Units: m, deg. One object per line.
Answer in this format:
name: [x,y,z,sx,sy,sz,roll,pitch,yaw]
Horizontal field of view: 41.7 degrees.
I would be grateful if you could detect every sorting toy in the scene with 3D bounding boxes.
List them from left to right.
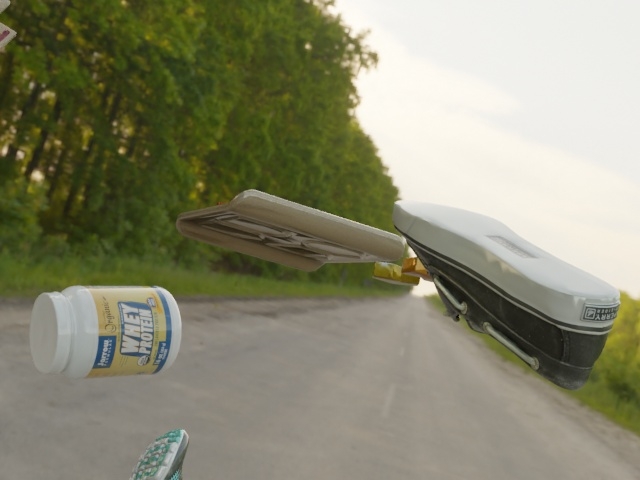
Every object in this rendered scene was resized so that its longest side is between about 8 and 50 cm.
sorting toy: [0.000,0.000,1.017,0.307,0.041,0.229,17,-13,-24]

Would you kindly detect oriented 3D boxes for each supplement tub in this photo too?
supplement tub: [-0.334,0.142,1.309,0.199,0.145,0.144,2,7,-38]

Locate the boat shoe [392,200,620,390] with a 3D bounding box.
boat shoe: [0.109,0.028,0.580,0.077,0.070,0.219,4,18,-25]

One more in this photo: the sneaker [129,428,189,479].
sneaker: [-0.181,0.298,0.956,0.065,0.167,0.076,-17,-49,42]

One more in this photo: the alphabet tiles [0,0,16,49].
alphabet tiles: [-0.563,-0.317,1.176,0.237,0.198,0.009,32,-32,-1]
